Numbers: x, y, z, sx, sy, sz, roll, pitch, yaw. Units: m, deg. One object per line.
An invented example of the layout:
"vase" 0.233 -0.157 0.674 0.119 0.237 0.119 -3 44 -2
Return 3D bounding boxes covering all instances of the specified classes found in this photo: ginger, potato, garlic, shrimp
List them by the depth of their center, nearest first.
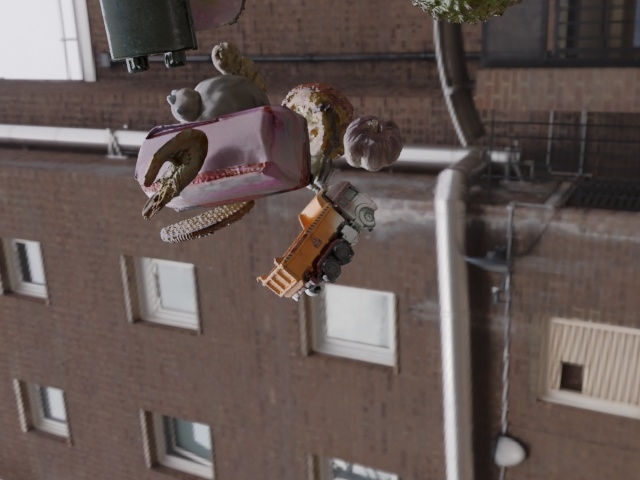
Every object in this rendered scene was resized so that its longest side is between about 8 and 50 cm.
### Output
"shrimp" -0.219 -0.093 1.098 0.162 0.045 0.095 -52 -11 11
"potato" -0.284 -0.557 1.583 0.229 0.266 0.230 -7 -68 -17
"garlic" 0.125 -0.236 1.797 0.159 0.147 0.102 -41 -23 -35
"ginger" -0.211 -0.431 1.950 0.204 0.104 0.080 50 -129 -64

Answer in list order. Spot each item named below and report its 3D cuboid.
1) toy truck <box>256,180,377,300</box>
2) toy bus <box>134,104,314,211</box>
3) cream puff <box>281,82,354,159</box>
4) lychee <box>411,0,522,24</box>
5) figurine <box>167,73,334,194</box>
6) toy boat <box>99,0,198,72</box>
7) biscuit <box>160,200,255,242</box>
"toy truck" 0.000 0.000 1.483 0.135 0.114 0.270 40 -127 -4
"toy bus" -0.158 -0.128 1.221 0.147 0.302 0.128 15 -109 -59
"cream puff" 0.001 -0.341 2.187 0.163 0.240 0.240 -15 -70 -40
"lychee" 0.196 -0.428 1.024 0.320 0.269 0.270 -63 -33 -25
"figurine" -0.143 -0.225 1.655 0.203 0.380 0.248 -58 -1 16
"toy boat" -0.286 -0.430 1.195 0.092 0.141 0.320 -111 13 -70
"biscuit" -0.228 -0.033 1.535 0.126 0.206 0.025 -111 0 -72
